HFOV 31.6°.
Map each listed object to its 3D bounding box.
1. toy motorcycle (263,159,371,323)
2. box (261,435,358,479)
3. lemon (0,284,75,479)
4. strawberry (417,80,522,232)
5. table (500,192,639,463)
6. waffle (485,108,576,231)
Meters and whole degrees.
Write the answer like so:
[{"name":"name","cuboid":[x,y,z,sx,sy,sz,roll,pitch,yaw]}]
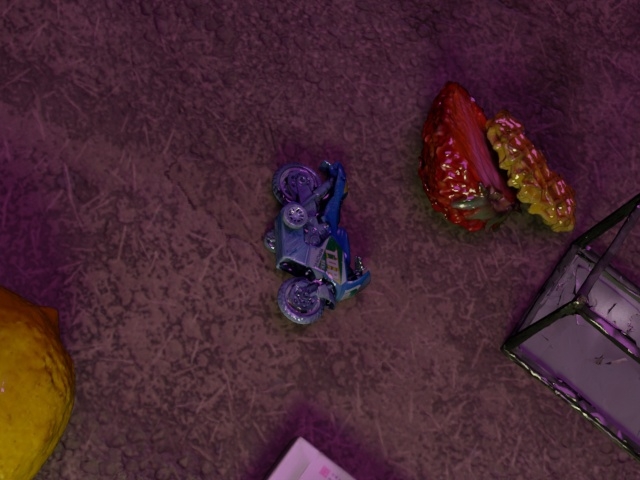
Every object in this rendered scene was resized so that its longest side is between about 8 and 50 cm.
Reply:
[{"name":"toy motorcycle","cuboid":[0.000,0.000,1.558,0.135,0.092,0.255,6,61,-20]},{"name":"box","cuboid":[0.015,0.380,1.445,0.233,0.067,0.149,38,67,1]},{"name":"lemon","cuboid":[-0.428,0.188,1.305,0.268,0.268,0.322,39,56,2]},{"name":"strawberry","cuboid":[0.193,-0.114,1.630,0.190,0.111,0.237,30,38,-40]},{"name":"table","cuboid":[0.472,0.140,1.516,0.335,0.272,0.222,38,69,2]},{"name":"waffle","cuboid":[0.310,-0.100,1.630,0.194,0.051,0.149,40,34,-26]}]
